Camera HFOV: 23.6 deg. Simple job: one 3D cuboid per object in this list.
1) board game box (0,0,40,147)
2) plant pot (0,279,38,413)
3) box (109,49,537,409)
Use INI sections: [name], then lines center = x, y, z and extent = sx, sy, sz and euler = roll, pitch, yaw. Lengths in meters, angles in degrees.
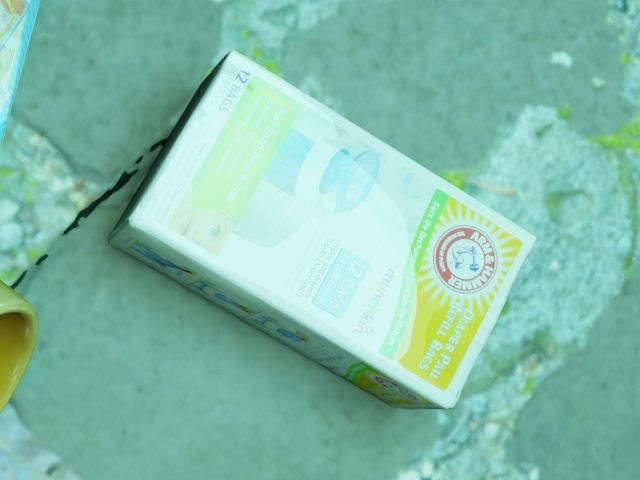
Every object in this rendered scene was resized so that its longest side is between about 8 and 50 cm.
[board game box]
center = -0.221, -0.094, 0.856
extent = 0.103, 0.026, 0.154
euler = 16, 80, -13
[plant pot]
center = -0.276, 0.053, 0.750
extent = 0.188, 0.205, 0.205
euler = 38, 75, 9
[box]
center = 0.000, 0.000, 0.863
extent = 0.203, 0.103, 0.114
euler = 32, 77, -9
